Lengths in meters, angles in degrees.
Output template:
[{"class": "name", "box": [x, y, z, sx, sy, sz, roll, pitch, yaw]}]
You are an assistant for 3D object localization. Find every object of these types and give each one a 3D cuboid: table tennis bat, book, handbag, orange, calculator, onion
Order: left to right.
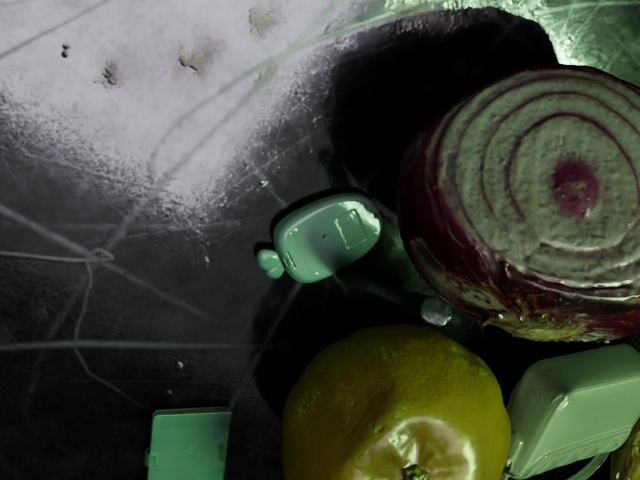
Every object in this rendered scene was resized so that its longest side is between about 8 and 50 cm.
[{"class": "book", "box": [-0.167, 0.266, 1.252, 0.103, 0.017, 0.135, 0, 116, -18]}, {"class": "calculator", "box": [0.000, 0.000, 1.162, 0.153, 0.021, 0.095, -27, 119, -5]}, {"class": "orange", "box": [0.090, 0.235, 1.183, 0.279, 0.235, 0.279, -5, 109, -14]}, {"class": "table tennis bat", "box": [0.095, 0.064, 1.106, 0.150, 0.236, 0.027, 22, 89, -10]}, {"class": "onion", "box": [0.238, -0.028, 1.083, 0.337, 0.260, 0.281, 3, 73, -7]}, {"class": "handbag", "box": [0.320, 0.246, 1.302, 0.256, 0.079, 0.219, -2, 121, -40]}]

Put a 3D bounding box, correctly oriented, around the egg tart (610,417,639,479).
[{"class": "egg tart", "box": [0.542, 0.346, 1.400, 0.297, 0.132, 0.297, 0, 73, 1]}]
